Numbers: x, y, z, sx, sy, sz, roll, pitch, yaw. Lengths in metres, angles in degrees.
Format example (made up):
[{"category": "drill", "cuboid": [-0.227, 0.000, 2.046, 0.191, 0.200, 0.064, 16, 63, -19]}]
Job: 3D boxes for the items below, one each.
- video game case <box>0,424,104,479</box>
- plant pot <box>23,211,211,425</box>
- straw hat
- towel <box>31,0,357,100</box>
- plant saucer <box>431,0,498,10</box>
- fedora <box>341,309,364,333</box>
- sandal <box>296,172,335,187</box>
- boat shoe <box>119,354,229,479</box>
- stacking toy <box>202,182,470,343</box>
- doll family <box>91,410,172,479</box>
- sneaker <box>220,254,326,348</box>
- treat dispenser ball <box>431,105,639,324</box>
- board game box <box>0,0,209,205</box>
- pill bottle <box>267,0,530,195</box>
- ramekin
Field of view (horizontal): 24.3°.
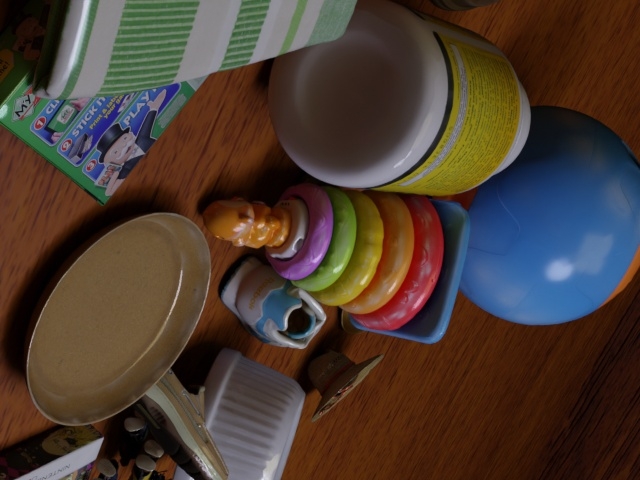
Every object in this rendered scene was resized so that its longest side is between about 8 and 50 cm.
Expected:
[{"category": "video game case", "cuboid": [-0.338, 0.312, 1.552, 0.210, 0.042, 0.232, -20, 140, -53]}, {"category": "plant pot", "cuboid": [-0.202, 0.072, 1.456, 0.236, 0.032, 0.236, -36, 143, -34]}, {"category": "straw hat", "cuboid": [0.016, 0.180, 2.016, 0.144, 0.061, 0.144, -41, 170, -9]}, {"category": "towel", "cuboid": [-0.067, -0.229, 1.150, 0.325, 0.038, 0.248, -22, 146, -41]}, {"category": "plant saucer", "cuboid": [0.216, -0.372, 1.656, 0.278, 0.041, 0.278, -41, 154, -25]}, {"category": "fedora", "cuboid": [0.108, 0.065, 2.007, 0.194, 0.079, 0.194, -42, 155, -25]}, {"category": "sandal", "cuboid": [0.003, -0.019, 1.730, 0.072, 0.049, 0.180, -41, 154, -27]}, {"category": "boat shoe", "cuboid": [-0.147, 0.182, 1.591, 0.072, 0.068, 0.190, -45, 114, -27]}, {"category": "stacking toy", "cuboid": [0.000, 0.000, 1.607, 0.302, 0.175, 0.166, 15, 86, -35]}, {"category": "doll family", "cuboid": [-0.219, 0.278, 1.638, 0.193, 0.076, 0.111, -56, 176, -35]}, {"category": "sneaker", "cuboid": [-0.039, 0.091, 1.749, 0.087, 0.092, 0.228, -55, 158, -1]}, {"category": "treat dispenser ball", "cuboid": [0.287, -0.033, 1.948, 0.288, 0.288, 0.288, -42, 154, -26]}, {"category": "board game box", "cuboid": [-0.135, -0.196, 1.226, 0.317, 0.046, 0.213, -52, 156, -4]}, {"category": "pill bottle", "cuboid": [0.100, -0.142, 1.566, 0.188, 0.188, 0.334, -60, 156, 14]}, {"category": "ramekin", "cuboid": [-0.093, 0.237, 1.730, 0.207, 0.109, 0.207, 17, 90, -86]}]
